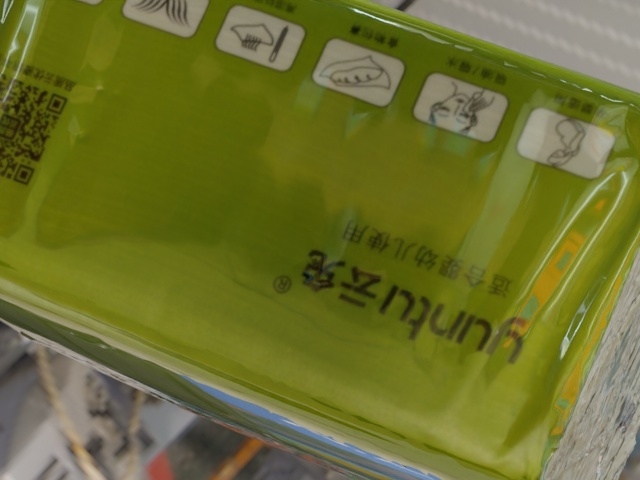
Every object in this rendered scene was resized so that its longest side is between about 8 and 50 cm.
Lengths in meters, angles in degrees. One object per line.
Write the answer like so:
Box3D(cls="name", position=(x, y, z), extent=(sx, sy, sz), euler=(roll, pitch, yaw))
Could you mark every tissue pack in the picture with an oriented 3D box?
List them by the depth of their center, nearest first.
Box3D(cls="tissue pack", position=(0.000, 0.000, 0.739), extent=(0.274, 0.167, 0.200), euler=(22, -8, 18))
